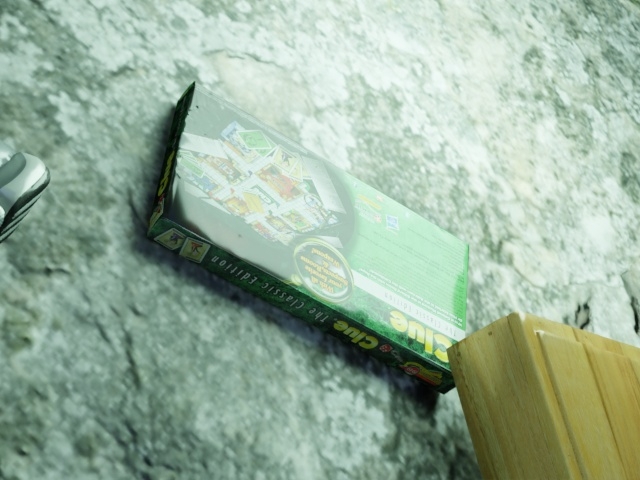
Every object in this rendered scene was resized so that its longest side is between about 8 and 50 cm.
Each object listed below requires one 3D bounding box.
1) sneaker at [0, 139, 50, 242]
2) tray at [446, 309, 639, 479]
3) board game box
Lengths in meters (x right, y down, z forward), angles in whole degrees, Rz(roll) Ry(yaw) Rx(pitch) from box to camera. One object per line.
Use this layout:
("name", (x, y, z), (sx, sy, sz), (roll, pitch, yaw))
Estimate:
("sneaker", (-0.256, -0.019, 0.811), (0.132, 0.086, 0.229), (42, 30, -3))
("tray", (0.225, 0.259, 1.014), (0.203, 0.076, 0.411), (17, 50, -46))
("board game box", (0.000, 0.000, 1.064), (0.259, 0.030, 0.136), (30, 42, -23))
